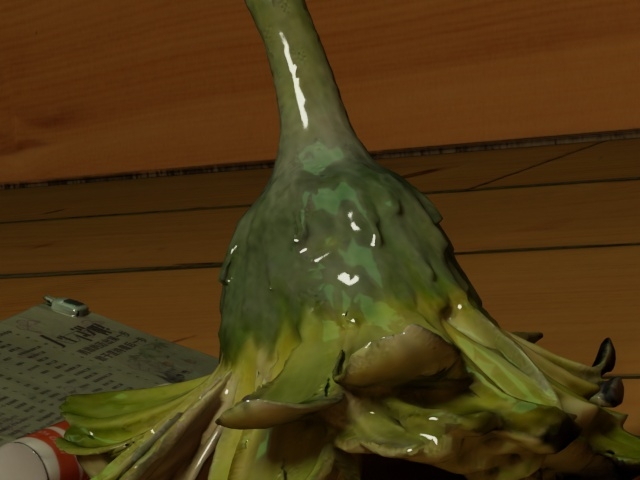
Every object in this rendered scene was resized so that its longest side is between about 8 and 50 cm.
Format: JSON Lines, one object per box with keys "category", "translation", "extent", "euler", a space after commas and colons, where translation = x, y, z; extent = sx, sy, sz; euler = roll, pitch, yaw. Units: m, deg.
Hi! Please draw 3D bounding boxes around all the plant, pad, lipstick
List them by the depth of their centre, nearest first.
{"category": "plant", "translation": [0.034, 0.033, 0.842], "extent": [0.261, 0.297, 0.306], "euler": [22, -21, -20]}
{"category": "lipstick", "translation": [-0.116, 0.107, 0.964], "extent": [0.038, 0.038, 0.131], "euler": [-3, 8, 32]}
{"category": "pad", "translation": [-0.159, 0.082, 1.116], "extent": [0.159, 0.009, 0.265], "euler": [18, 16, 18]}
